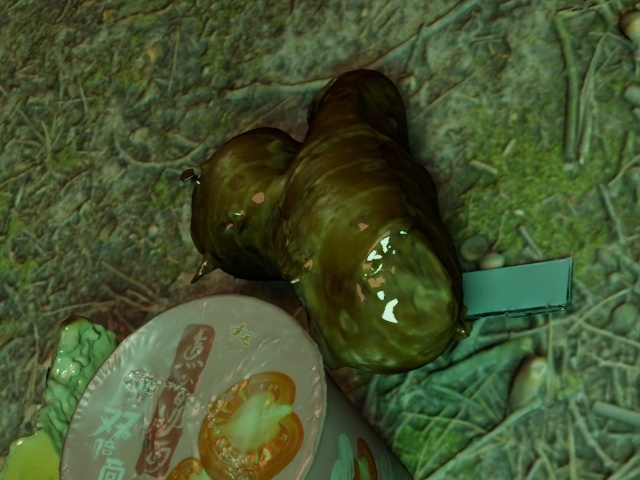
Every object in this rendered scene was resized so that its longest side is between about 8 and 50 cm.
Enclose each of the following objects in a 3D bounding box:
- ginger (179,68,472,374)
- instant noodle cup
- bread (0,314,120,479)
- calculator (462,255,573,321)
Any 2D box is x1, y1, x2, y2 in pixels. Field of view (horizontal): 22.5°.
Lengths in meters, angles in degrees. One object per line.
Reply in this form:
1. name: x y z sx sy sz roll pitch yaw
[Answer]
1. ginger: 0.000 0.000 1.439 0.254 0.176 0.418 -32 32 6
2. instant noodle cup: -0.051 0.202 1.310 0.243 0.231 0.243 -17 51 23
3. bread: -0.239 0.204 1.451 0.211 0.224 0.183 -19 45 31
4. calculator: 0.143 0.050 1.440 0.172 0.018 0.057 -10 54 27
